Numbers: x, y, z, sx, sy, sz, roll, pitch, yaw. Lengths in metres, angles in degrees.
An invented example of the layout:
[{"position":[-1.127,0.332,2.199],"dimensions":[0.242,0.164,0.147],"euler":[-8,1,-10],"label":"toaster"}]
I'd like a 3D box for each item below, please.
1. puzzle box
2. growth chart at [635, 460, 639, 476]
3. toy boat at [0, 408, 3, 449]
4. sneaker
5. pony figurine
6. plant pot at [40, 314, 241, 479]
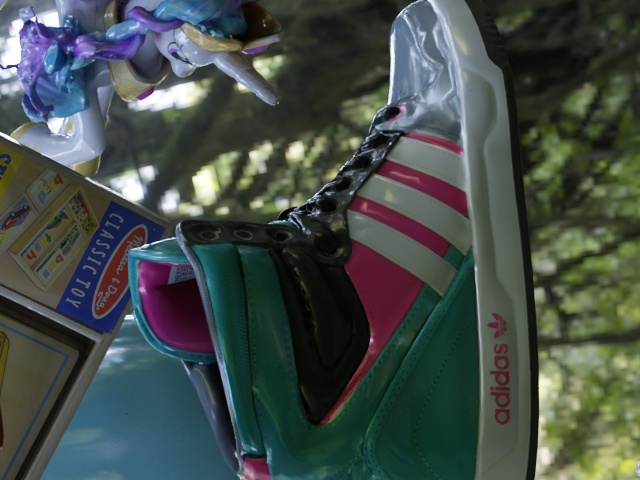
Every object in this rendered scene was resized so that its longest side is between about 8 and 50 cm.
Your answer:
[{"position":[-0.311,0.106,1.105],"dimensions":[0.272,0.052,0.409],"euler":[27,-89,-19],"label":"puzzle box"},{"position":[0.362,0.296,1.376],"dimensions":[0.021,0.172,0.237],"euler":[-29,-67,-64],"label":"growth chart"},{"position":[-0.263,-0.022,0.844],"dimensions":[0.148,0.267,0.318],"euler":[-9,-104,-20],"label":"toy boat"},{"position":[0.000,0.000,0.770],"dimensions":[0.124,0.178,0.296],"euler":[95,175,-53],"label":"sneaker"},{"position":[-0.183,-0.226,1.273],"dimensions":[0.302,0.363,0.351],"euler":[-23,-89,-38],"label":"pony figurine"},{"position":[-0.121,0.198,1.517],"dimensions":[0.293,0.235,0.293],"euler":[29,-125,-53],"label":"plant pot"}]
